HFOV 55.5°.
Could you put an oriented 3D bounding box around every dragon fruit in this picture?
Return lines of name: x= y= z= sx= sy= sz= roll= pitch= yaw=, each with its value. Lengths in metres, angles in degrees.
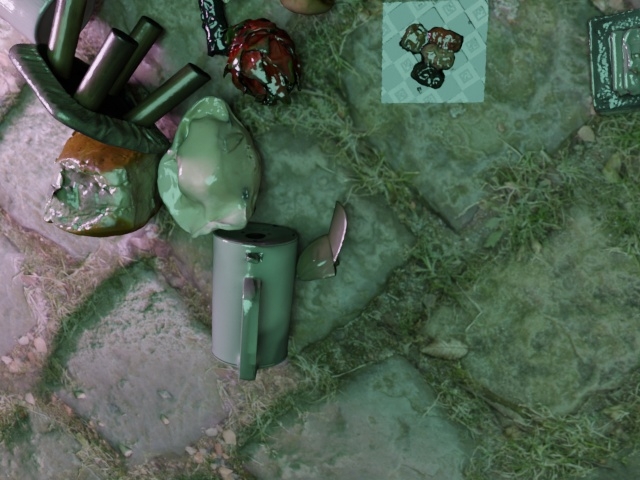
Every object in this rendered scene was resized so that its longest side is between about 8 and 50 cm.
dragon fruit: x=-0.129 y=-0.393 z=1.352 sx=0.182 sy=0.182 sz=0.189 roll=0 pitch=109 yaw=12

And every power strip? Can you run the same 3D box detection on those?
power strip: x=0.662 y=-0.371 z=1.254 sx=0.198 sy=0.064 sz=0.213 roll=-9 pitch=102 yaw=12

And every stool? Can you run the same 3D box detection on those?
stool: x=-0.453 y=-0.372 z=1.320 sx=0.310 sy=0.310 sz=0.226 roll=46 pitch=109 yaw=26

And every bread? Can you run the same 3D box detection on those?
bread: x=-0.512 y=-0.136 z=1.455 sx=0.250 sy=0.279 sz=0.225 roll=8 pitch=119 yaw=9

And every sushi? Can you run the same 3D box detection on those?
sushi: x=0.247 y=-0.413 z=1.336 sx=0.231 sy=0.047 sz=0.220 roll=2 pitch=105 yaw=11

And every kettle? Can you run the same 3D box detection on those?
kettle: x=-0.151 y=0.139 z=1.457 sx=0.265 sy=0.205 sz=0.318 roll=27 pitch=115 yaw=51

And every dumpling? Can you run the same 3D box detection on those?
dumpling: x=-0.264 y=-0.161 z=1.435 sx=0.242 sy=0.187 sz=0.318 roll=-16 pitch=81 yaw=18

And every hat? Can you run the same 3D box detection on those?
hat: x=0.000 y=0.000 z=1.442 sx=0.144 sy=0.166 sz=0.173 roll=-10 pitch=94 yaw=2

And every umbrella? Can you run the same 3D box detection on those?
umbrella: x=-0.248 y=-0.546 z=1.397 sx=0.066 sy=0.059 sz=0.236 roll=-10 pitch=102 yaw=-8

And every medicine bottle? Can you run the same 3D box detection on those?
medicine bottle: x=-0.722 y=-0.628 z=1.380 sx=0.384 sy=0.224 sz=0.224 roll=41 pitch=109 yaw=-1

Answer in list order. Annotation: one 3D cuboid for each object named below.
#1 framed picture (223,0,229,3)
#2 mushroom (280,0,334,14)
framed picture: x=-0.181 y=-0.694 z=1.335 sx=0.273 sy=0.016 sz=0.216 roll=-43 pitch=94 yaw=6
mushroom: x=0.014 y=-0.681 z=1.267 sx=0.154 sy=0.137 sz=0.408 roll=3 pitch=113 yaw=-21
